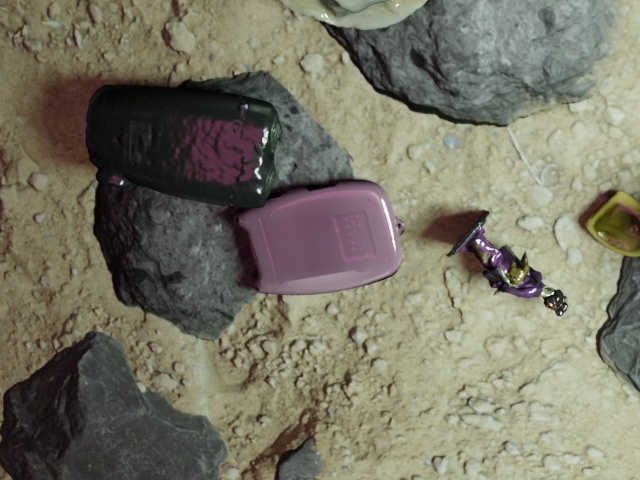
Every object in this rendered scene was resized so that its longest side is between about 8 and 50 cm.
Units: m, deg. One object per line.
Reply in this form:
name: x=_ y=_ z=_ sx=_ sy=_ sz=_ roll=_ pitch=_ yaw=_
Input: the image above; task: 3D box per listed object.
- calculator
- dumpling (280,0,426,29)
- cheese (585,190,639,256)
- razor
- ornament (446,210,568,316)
calculator: x=0.000 y=0.000 z=1.621 sx=0.294 sy=0.043 sz=0.194 roll=-10 pitch=103 yaw=19
dumpling: x=0.063 y=-0.403 z=1.419 sx=0.243 sy=0.175 sz=0.227 roll=11 pitch=141 yaw=28
cheese: x=0.490 y=0.002 z=1.470 sx=0.162 sy=0.036 sz=0.086 roll=42 pitch=116 yaw=1
razor: x=-0.231 y=-0.162 z=1.606 sx=0.327 sy=0.107 sz=0.189 roll=9 pitch=106 yaw=15
ornament: x=0.305 y=0.047 z=1.522 sx=0.203 sy=0.081 sz=0.088 roll=37 pitch=116 yaw=1
